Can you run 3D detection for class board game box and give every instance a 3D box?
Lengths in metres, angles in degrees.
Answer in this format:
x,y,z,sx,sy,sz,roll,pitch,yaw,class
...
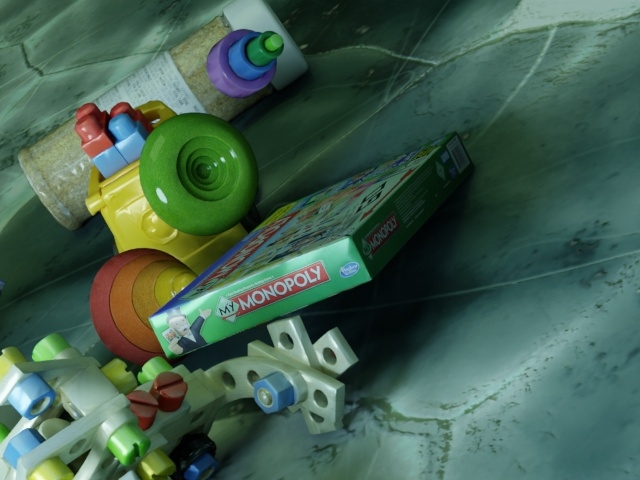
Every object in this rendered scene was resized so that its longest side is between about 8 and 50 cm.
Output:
x,y,z,sx,sy,sz,roll,pitch,yaw,class
0.000,0.000,1.756,0.213,0.046,0.317,-22,10,26,board game box

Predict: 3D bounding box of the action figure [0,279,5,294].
x,y,z,sx,sy,sz,roll,pitch,yaw,class
-0.488,0.118,2.084,0.341,0.178,0.330,-37,34,48,action figure

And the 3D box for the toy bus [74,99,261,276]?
x,y,z,sx,sy,sz,roll,pitch,yaw,class
-0.179,-0.073,2.036,0.149,0.211,0.220,-32,23,12,toy bus

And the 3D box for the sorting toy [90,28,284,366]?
x,y,z,sx,sy,sz,roll,pitch,yaw,class
-0.106,-0.056,1.868,0.126,0.127,0.365,-25,42,62,sorting toy

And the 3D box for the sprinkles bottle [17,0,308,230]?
x,y,z,sx,sy,sz,roll,pitch,yaw,class
-0.190,-0.156,2.311,0.355,0.121,0.121,-34,24,3,sprinkles bottle

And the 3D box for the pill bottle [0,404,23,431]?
x,y,z,sx,sy,sz,roll,pitch,yaw,class
-0.336,0.278,1.598,0.204,0.204,0.361,-28,25,17,pill bottle

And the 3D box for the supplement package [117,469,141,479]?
x,y,z,sx,sy,sz,roll,pitch,yaw,class
-0.127,0.295,1.373,0.134,0.139,0.244,-36,23,-4,supplement package

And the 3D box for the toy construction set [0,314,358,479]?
x,y,z,sx,sy,sz,roll,pitch,yaw,class
-0.137,0.141,1.570,0.328,0.215,0.151,-11,51,-33,toy construction set
